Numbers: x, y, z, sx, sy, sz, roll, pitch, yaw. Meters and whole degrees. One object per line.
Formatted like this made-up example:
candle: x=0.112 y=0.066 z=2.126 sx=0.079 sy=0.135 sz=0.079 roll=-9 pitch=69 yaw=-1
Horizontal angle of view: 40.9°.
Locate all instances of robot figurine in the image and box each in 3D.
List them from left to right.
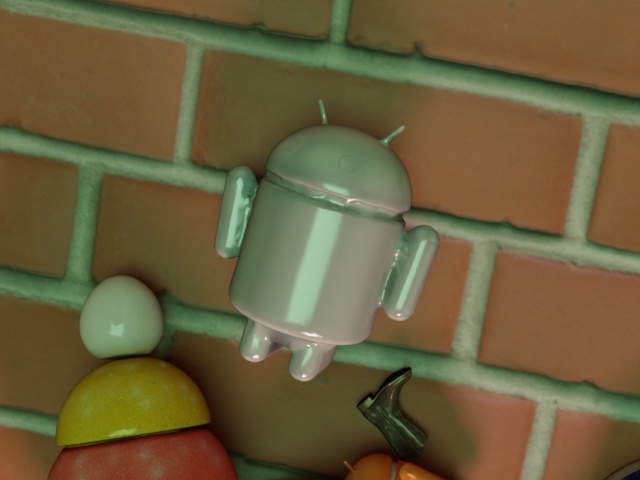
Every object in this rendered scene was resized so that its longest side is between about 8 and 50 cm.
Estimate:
robot figurine: x=0.000 y=0.000 z=1.130 sx=0.299 sy=0.200 sz=0.354 roll=19 pitch=99 yaw=10
robot figurine: x=0.119 y=0.382 z=1.209 sx=0.219 sy=0.158 sz=0.128 roll=23 pitch=77 yaw=1

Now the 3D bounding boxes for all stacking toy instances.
stacking toy: x=-0.245 y=0.284 z=1.179 sx=0.350 sy=0.350 sz=0.480 roll=-7 pitch=78 yaw=5

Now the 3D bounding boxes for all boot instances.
boot: x=0.125 y=0.252 z=1.236 sx=0.106 sy=0.037 sz=0.114 roll=-42 pitch=90 yaw=21

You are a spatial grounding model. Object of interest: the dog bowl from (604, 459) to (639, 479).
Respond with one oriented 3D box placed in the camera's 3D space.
dog bowl: x=0.503 y=0.446 z=1.200 sx=0.264 sy=0.104 sz=0.265 roll=1 pitch=98 yaw=4
